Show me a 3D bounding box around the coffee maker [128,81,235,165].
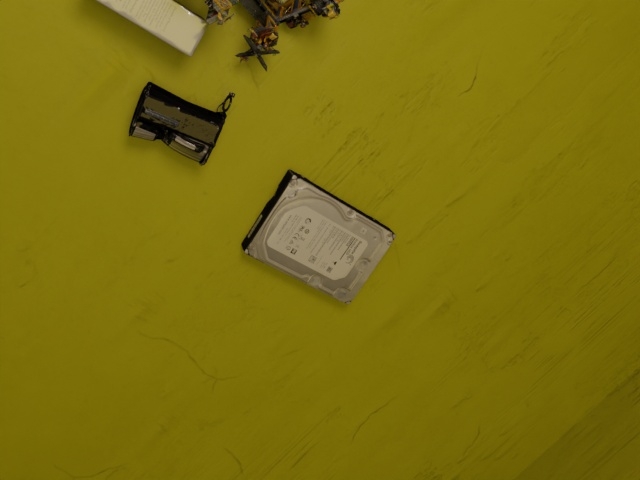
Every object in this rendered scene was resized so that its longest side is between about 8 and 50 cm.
[{"bbox_3d":[-0.308,-0.275,1.293,0.178,0.120,0.171,23,81,-25],"label":"coffee maker"}]

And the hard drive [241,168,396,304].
[{"bbox_3d":[0.000,0.000,1.522,0.338,0.064,0.237,29,102,-26],"label":"hard drive"}]

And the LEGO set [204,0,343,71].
[{"bbox_3d":[-0.113,-0.478,1.133,0.254,0.192,0.331,-5,152,25],"label":"LEGO set"}]

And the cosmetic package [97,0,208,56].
[{"bbox_3d":[-0.347,-0.470,1.184,0.231,0.117,0.086,25,105,-26],"label":"cosmetic package"}]
